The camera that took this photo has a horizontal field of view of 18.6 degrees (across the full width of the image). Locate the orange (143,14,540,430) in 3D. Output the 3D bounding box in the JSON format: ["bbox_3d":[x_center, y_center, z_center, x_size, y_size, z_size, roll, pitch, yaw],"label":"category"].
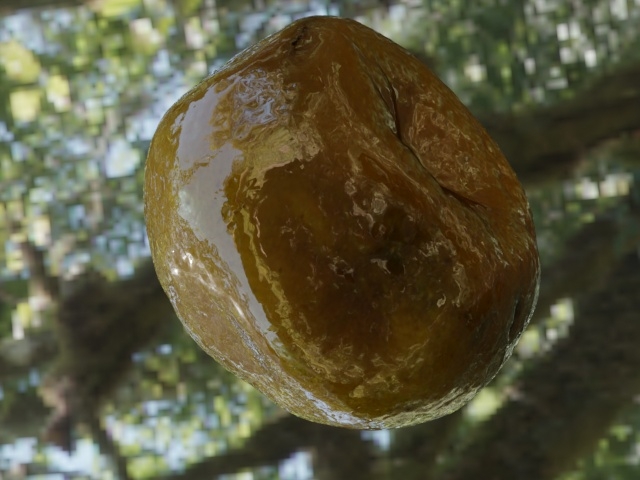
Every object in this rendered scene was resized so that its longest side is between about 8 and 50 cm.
[{"bbox_3d":[0.000,0.000,1.127,0.249,0.183,0.249,38,-150,-26],"label":"orange"}]
